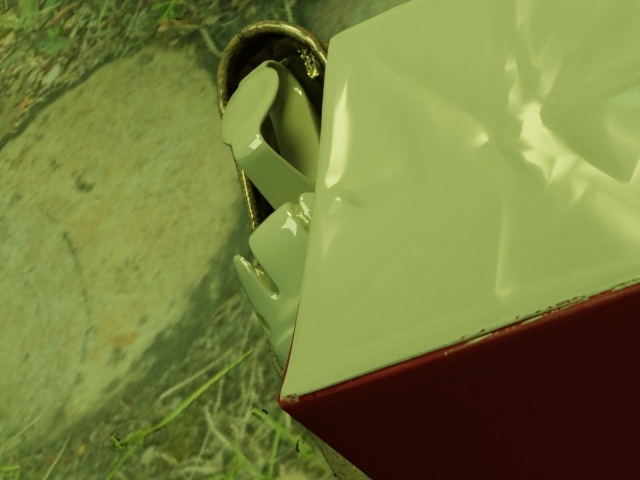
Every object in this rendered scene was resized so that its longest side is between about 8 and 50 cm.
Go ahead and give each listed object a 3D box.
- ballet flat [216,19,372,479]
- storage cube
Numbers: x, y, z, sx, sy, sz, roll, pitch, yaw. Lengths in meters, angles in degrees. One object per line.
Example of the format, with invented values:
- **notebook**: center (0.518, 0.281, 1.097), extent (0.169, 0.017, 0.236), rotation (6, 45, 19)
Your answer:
- **ballet flat**: center (0.000, 0.000, 0.947), extent (0.107, 0.106, 0.316), rotation (-38, 38, 15)
- **storage cube**: center (0.123, 0.009, 0.741), extent (0.215, 0.193, 0.184), rotation (-21, 45, 34)
